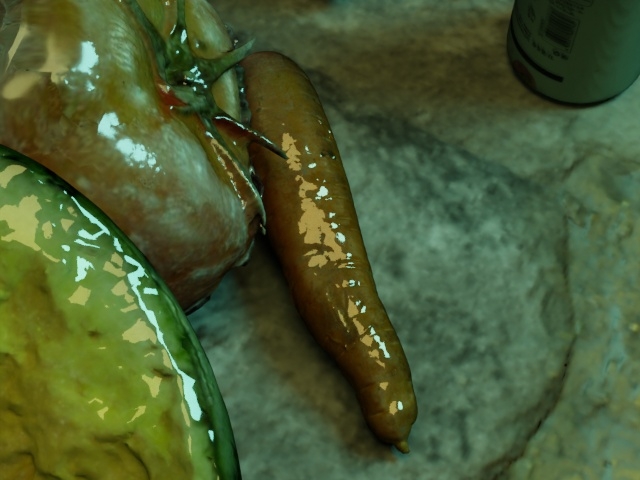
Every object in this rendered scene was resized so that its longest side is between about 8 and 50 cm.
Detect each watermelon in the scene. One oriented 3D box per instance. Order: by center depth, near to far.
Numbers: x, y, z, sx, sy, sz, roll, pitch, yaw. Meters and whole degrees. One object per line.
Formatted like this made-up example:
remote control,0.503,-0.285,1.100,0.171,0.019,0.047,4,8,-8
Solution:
watermelon,-0.183,0.084,0.630,0.330,0.331,0.189,17,31,8

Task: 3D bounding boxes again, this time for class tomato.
tomato,-0.131,-0.068,0.746,0.180,0.155,0.214,-23,58,12

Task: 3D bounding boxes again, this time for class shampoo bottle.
shampoo bottle,0.157,-0.180,0.780,0.085,0.262,0.085,1,60,-1

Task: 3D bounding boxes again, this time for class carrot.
carrot,0.000,0.000,0.792,0.059,0.059,0.248,-15,65,-11
